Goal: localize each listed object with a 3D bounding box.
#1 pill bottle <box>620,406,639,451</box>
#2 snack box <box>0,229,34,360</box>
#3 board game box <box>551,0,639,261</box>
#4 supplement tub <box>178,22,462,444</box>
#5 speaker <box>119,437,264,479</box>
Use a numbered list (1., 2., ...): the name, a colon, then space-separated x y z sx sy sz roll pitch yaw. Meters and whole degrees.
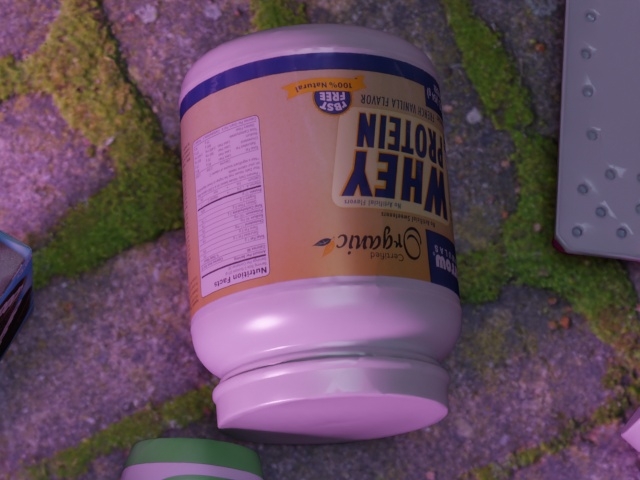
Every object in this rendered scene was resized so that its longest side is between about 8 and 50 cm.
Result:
1. pill bottle: 0.388 0.220 1.654 0.264 0.146 0.146 40 72 6
2. snack box: -0.339 0.150 1.552 0.060 0.187 0.322 30 71 2
3. board game box: 0.415 -0.147 1.825 0.390 0.050 0.390 7 72 -6
4. supplement tub: 0.000 0.000 1.626 0.228 0.228 0.316 -2 73 -9
5. speaker: -0.113 0.316 1.564 0.131 0.131 0.296 6 72 -6
